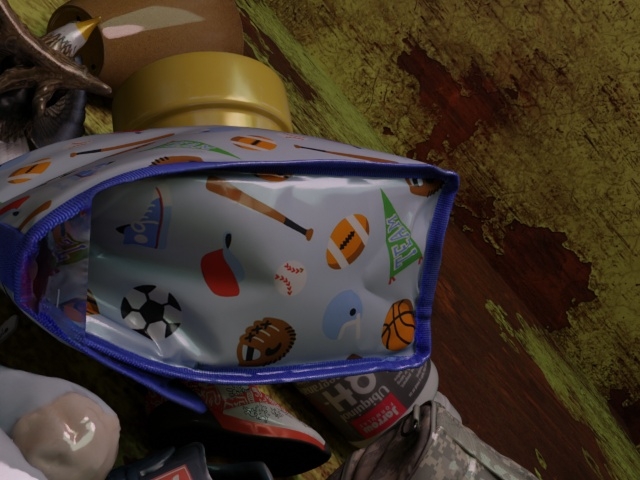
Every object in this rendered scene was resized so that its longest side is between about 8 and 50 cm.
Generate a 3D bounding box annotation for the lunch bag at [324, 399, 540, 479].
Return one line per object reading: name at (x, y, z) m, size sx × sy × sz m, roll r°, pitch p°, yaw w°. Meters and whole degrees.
lunch bag at (0.154, 0.348, 0.807) m, size 0.305 × 0.256 × 0.212 m, roll 38°, pitch 26°, yaw -3°

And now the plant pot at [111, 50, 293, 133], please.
plant pot at (-0.155, -0.092, 1.012) m, size 0.254 × 0.254 × 0.239 m, roll 23°, pitch 50°, yaw -54°

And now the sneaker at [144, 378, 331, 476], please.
sneaker at (-0.094, 0.187, 0.860) m, size 0.270 × 0.090 × 0.145 m, roll 29°, pitch 33°, yaw -43°

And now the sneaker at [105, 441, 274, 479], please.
sneaker at (-0.162, 0.223, 0.562) m, size 0.350 × 0.148 × 0.131 m, roll 14°, pitch 43°, yaw -60°

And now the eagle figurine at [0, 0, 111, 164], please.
eagle figurine at (-0.351, -0.196, 0.856) m, size 0.225 × 0.298 × 0.226 m, roll -13°, pitch 103°, yaw -32°

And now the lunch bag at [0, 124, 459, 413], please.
lunch bag at (-0.127, 0.006, 0.685) m, size 0.385 × 0.239 × 0.328 m, roll 1°, pitch 8°, yaw -36°

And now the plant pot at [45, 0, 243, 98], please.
plant pot at (-0.287, -0.312, 1.131) m, size 0.237 × 0.237 × 0.254 m, roll 54°, pitch 33°, yaw 4°

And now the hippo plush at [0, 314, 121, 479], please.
hippo plush at (-0.247, 0.066, 0.403) m, size 0.294 × 0.234 × 0.236 m, roll -94°, pitch -177°, yaw -53°

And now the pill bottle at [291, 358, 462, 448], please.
pill bottle at (0.060, 0.191, 1.066) m, size 0.318 × 0.176 × 0.176 m, roll 48°, pitch 20°, yaw -12°
